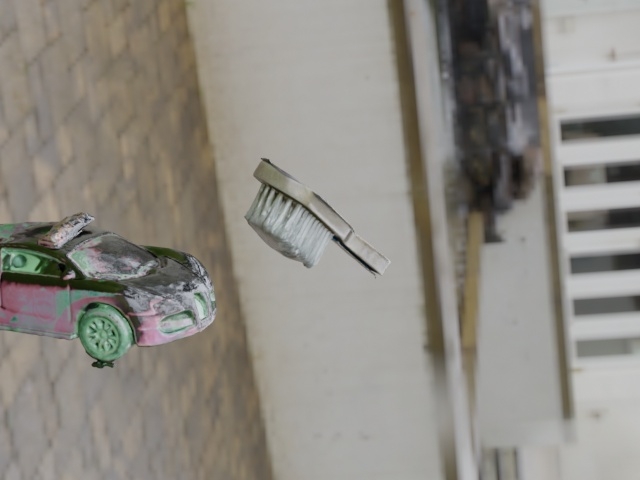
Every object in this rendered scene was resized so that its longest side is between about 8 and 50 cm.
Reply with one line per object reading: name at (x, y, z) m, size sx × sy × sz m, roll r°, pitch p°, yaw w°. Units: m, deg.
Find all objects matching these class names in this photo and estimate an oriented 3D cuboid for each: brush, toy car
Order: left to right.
toy car at (-0.114, 0.016, 0.651) m, size 0.069 × 0.142 × 0.055 m, roll -35°, pitch 127°, yaw -62°
brush at (0.000, 0.000, 1.445) m, size 0.065 × 0.070 × 0.327 m, roll -58°, pitch 159°, yaw -2°
